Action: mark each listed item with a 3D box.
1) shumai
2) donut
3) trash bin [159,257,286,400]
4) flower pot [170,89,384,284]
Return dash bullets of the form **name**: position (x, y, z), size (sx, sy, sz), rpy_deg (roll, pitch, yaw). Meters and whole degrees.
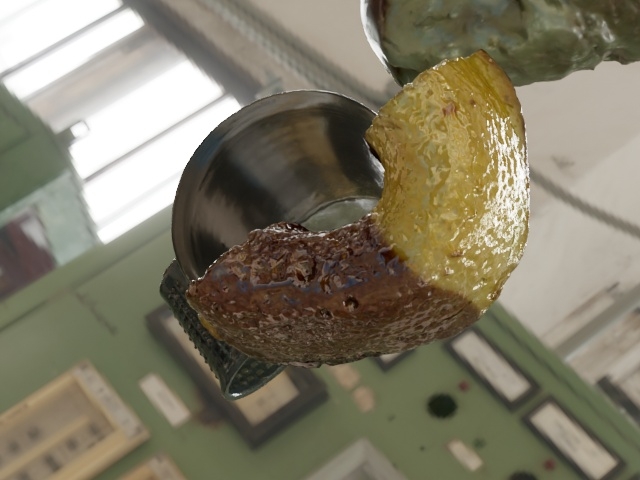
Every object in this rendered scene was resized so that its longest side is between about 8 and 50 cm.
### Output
- **shumai**: position (0.179, -0.210, 1.172), size (0.304, 0.263, 0.309), rpy_deg (47, 17, -11)
- **donut**: position (0.039, 0.006, 0.906), size (0.151, 0.295, 0.112), rpy_deg (51, 12, 19)
- **trash bin**: position (-0.098, 0.073, 1.522), size (0.161, 0.175, 0.175), rpy_deg (45, -23, 15)
- **flower pot**: position (0.000, 0.000, 1.125), size (0.148, 0.235, 0.235), rpy_deg (48, -18, 58)
